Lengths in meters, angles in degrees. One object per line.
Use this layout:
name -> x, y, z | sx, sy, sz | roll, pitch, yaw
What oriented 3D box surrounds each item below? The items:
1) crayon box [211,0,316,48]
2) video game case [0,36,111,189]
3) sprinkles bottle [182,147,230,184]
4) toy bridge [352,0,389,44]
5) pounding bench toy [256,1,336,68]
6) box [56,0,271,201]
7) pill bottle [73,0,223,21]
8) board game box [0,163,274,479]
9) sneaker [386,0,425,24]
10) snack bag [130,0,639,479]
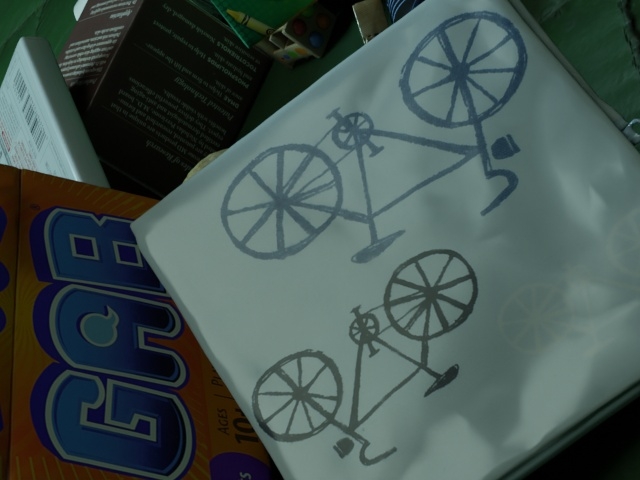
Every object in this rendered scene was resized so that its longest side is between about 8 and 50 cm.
crayon box -> -0.016, -0.301, 1.405 | 0.165, 0.081, 0.278 | -34, 17, 16
video game case -> -0.288, 0.012, 1.447 | 0.300, 0.036, 0.329 | -58, 47, 38
sprinkles bottle -> 0.000, 0.000, 1.155 | 0.121, 0.121, 0.355 | -61, 29, -5
toy bridge -> 0.054, -0.166, 1.249 | 0.026, 0.063, 0.188 | -18, -2, 4
pounding bench toy -> -0.019, -0.231, 1.478 | 0.065, 0.052, 0.083 | -11, 53, 53
box -> -0.194, -0.151, 1.550 | 0.168, 0.167, 0.203 | 3, 65, 57
pill bottle -> -0.151, -0.345, 1.672 | 0.301, 0.169, 0.169 | -46, 31, 19
board game box -> -0.271, 0.183, 1.058 | 0.356, 0.356, 0.356 | -103, 32, -53
sneaker -> 0.100, -0.203, 1.258 | 0.090, 0.081, 0.232 | 124, 155, -56
snack bag -> 0.072, 0.014, 0.935 | 0.323, 0.037, 0.342 | -37, 58, 4
